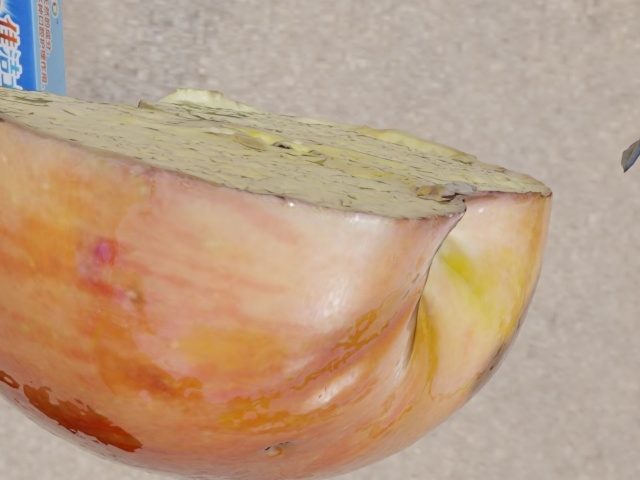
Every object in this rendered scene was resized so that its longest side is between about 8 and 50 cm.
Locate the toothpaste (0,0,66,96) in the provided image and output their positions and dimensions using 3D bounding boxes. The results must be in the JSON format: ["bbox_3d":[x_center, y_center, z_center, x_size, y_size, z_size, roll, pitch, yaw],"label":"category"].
[{"bbox_3d":[-0.215,-0.080,1.126,0.053,0.066,0.272,-28,118,-73],"label":"toothpaste"}]

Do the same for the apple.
[{"bbox_3d":[-0.040,0.028,0.715,0.293,0.251,0.163,-5,110,-54],"label":"apple"}]

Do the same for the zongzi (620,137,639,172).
[{"bbox_3d":[0.469,-0.134,1.175,0.500,0.467,0.218,-11,103,9],"label":"zongzi"}]
